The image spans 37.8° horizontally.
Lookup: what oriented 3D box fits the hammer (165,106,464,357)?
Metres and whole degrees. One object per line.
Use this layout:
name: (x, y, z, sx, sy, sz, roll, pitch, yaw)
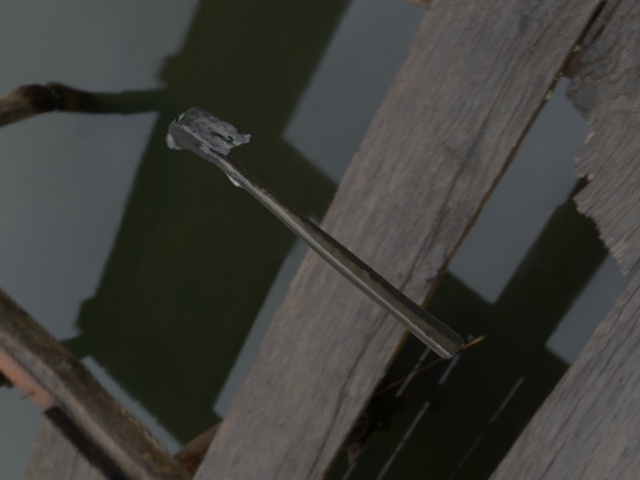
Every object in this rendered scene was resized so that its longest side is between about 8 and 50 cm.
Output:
hammer: (0.000, -0.001, 0.746, 0.297, 0.027, 0.125, 41, 167, -14)
